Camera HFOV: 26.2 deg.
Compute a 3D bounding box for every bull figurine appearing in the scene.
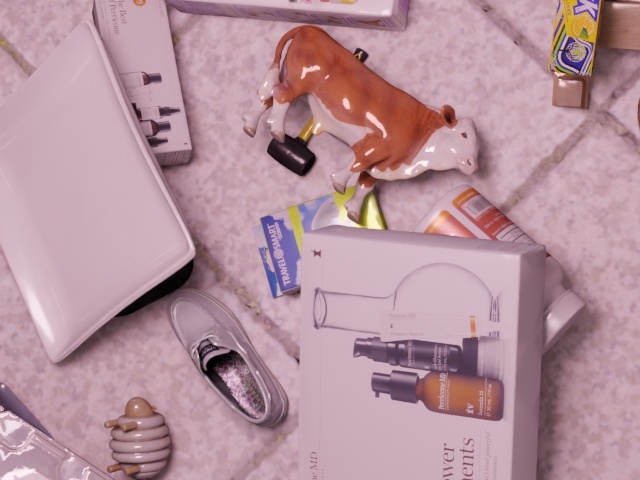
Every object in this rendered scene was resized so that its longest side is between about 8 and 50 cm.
[{"bbox_3d":[0.052,-0.146,1.759,0.310,0.101,0.188,38,74,13],"label":"bull figurine"}]

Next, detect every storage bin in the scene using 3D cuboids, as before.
[{"bbox_3d":[-0.440,0.273,1.881,0.135,0.098,0.091,45,124,14],"label":"storage bin"}]

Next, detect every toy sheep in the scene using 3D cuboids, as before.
[{"bbox_3d":[-0.241,0.273,1.824,0.091,0.091,0.132,1,95,15],"label":"toy sheep"}]

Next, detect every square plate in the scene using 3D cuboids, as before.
[{"bbox_3d":[-0.320,-0.059,1.823,0.344,0.049,0.347,-36,73,39],"label":"square plate"}]

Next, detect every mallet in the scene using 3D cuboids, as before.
[{"bbox_3d":[-0.005,-0.181,1.840,0.062,0.039,0.189,27,87,13],"label":"mallet"}]

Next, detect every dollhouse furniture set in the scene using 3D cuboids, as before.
[{"bbox_3d":[0.466,-0.338,1.722,0.303,0.174,0.355,9,110,16],"label":"dollhouse furniture set"}]

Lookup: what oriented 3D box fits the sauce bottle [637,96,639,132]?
[{"bbox_3d":[0.418,-0.139,1.561,0.111,0.344,0.111,-2,81,14],"label":"sauce bottle"}]

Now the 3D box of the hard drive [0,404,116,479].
[{"bbox_3d":[-0.341,0.399,1.766,0.339,0.064,0.237,35,76,-2],"label":"hard drive"}]

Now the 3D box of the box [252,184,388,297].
[{"bbox_3d":[0.000,0.000,1.813,0.178,0.042,0.109,-19,79,11],"label":"box"}]

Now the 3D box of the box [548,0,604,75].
[{"bbox_3d":[0.315,-0.288,1.660,0.054,0.059,0.169,8,110,14],"label":"box"}]

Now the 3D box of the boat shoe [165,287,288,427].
[{"bbox_3d":[-0.129,0.150,1.809,0.079,0.081,0.227,-43,76,7],"label":"boat shoe"}]

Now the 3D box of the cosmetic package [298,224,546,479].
[{"bbox_3d":[0.117,0.181,1.664,0.284,0.097,0.377,6,100,29],"label":"cosmetic package"}]

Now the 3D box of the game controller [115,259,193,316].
[{"bbox_3d":[-0.295,-0.058,1.896,0.166,0.067,0.319,-29,77,25],"label":"game controller"}]

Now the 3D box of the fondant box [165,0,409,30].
[{"bbox_3d":[-0.037,-0.417,1.841,0.330,0.096,0.238,7,86,16],"label":"fondant box"}]

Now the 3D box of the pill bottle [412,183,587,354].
[{"bbox_3d":[0.220,0.041,1.709,0.216,0.121,0.121,43,96,15],"label":"pill bottle"}]

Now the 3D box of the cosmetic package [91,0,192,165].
[{"bbox_3d":[-0.243,-0.220,1.862,0.099,0.060,0.239,-8,75,-16],"label":"cosmetic package"}]
